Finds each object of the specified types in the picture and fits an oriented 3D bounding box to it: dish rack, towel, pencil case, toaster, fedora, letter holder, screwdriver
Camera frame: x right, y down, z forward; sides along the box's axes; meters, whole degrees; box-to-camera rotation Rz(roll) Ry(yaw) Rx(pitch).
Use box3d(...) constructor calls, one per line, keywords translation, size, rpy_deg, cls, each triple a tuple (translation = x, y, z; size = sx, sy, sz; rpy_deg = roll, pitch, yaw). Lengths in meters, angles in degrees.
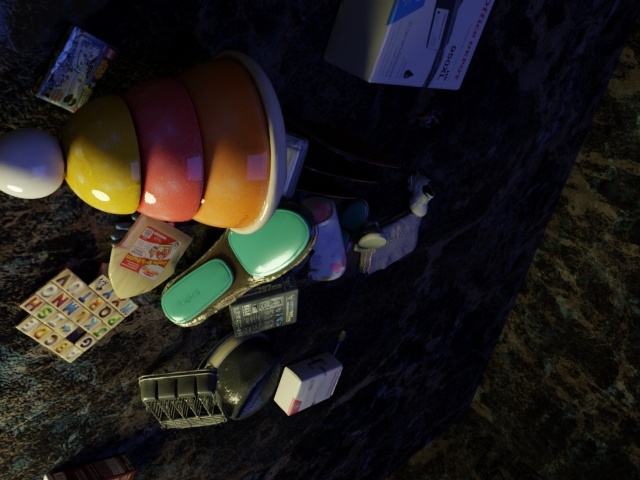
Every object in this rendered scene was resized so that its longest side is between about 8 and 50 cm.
box3d(translation=(-0.363, 0.442, 1.759), size=(0.208, 0.074, 0.271), rpy_deg=(-5, 145, 0), cls="dish rack")
box3d(translation=(0.245, -0.002, 2.199), size=(0.282, 0.049, 0.187), rpy_deg=(-28, 140, -34), cls="towel")
box3d(translation=(0.000, 0.000, 1.840), size=(0.124, 0.113, 0.273), rpy_deg=(-24, 140, -11), cls="pencil case")
box3d(translation=(-0.121, -0.181, 1.440), size=(0.129, 0.227, 0.146), rpy_deg=(-66, 178, -77), cls="toaster")
box3d(translation=(-0.219, 0.407, 1.909), size=(0.334, 0.152, 0.334), rpy_deg=(-32, 142, -29), cls="fedora")
box3d(translation=(0.034, -0.184, 1.616), size=(0.302, 0.214, 0.152), rpy_deg=(3, 118, -52), cls="letter holder")
box3d(translation=(0.061, 0.391, 2.361), size=(0.025, 0.024, 0.170), rpy_deg=(-54, 167, -64), cls="screwdriver")

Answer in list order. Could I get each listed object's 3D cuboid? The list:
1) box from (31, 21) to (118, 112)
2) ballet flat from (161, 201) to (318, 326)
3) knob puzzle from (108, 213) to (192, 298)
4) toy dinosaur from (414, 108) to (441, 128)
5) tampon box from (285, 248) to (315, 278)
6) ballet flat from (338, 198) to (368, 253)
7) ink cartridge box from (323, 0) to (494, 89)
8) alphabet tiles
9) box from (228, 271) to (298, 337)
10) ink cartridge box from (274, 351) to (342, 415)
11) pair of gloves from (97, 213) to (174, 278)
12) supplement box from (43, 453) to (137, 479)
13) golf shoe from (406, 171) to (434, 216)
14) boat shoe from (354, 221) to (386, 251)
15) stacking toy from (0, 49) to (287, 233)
box3d(translation=(-0.424, -0.295, 1.119), size=(0.137, 0.027, 0.094), rpy_deg=(-57, 146, 7), cls="box")
box3d(translation=(-0.176, 0.043, 1.524), size=(0.483, 0.164, 0.182), rpy_deg=(-34, 177, 26), cls="ballet flat")
box3d(translation=(-0.394, 0.041, 1.425), size=(0.213, 0.030, 0.213), rpy_deg=(-34, 142, -31), cls="knob puzzle")
box3d(translation=(0.336, -0.380, 1.971), size=(0.090, 0.047, 0.082), rpy_deg=(47, 63, -46), cls="toy dinosaur")
box3d(translation=(-0.117, 0.018, 1.702), size=(0.101, 0.120, 0.161), rpy_deg=(-55, 147, 5), cls="tampon box")
box3d(translation=(0.091, -0.040, 1.963), size=(0.079, 0.077, 0.221), rpy_deg=(-33, 151, -59), cls="ballet flat")
box3d(translation=(0.231, -0.536, 1.578), size=(0.395, 0.166, 0.285), rpy_deg=(-11, 129, -47), cls="ink cartridge box")
box3d(translation=(-0.532, 0.155, 1.405), size=(0.198, 0.009, 0.237), rpy_deg=(-40, 146, -10), cls="alphabet tiles")
box3d(translation=(-0.155, 0.178, 1.751), size=(0.183, 0.059, 0.233), rpy_deg=(-14, 154, -10), cls="box")
box3d(translation=(-0.040, 0.499, 2.270), size=(0.218, 0.092, 0.159), rpy_deg=(-9, 127, -45), cls="ink cartridge box")
box3d(translation=(-0.412, 0.030, 1.441), size=(0.159, 0.023, 0.198), rpy_deg=(-1, 120, -51), cls="pair of gloves")
box3d(translation=(-0.623, 0.663, 1.718), size=(0.239, 0.073, 0.130), rpy_deg=(3, 118, -51), cls="supplement box")
box3d(translation=(0.337, -0.141, 2.125), size=(0.069, 0.086, 0.176), rpy_deg=(-42, 135, -23), cls="golf shoe")
box3d(translation=(0.146, -0.016, 1.969), size=(0.079, 0.081, 0.227), rpy_deg=(1, 170, -9), cls="boat shoe")
box3d(translation=(-0.329, -0.158, 1.143), size=(0.480, 0.350, 0.351), rpy_deg=(-10, 129, -32), cls="stacking toy")
